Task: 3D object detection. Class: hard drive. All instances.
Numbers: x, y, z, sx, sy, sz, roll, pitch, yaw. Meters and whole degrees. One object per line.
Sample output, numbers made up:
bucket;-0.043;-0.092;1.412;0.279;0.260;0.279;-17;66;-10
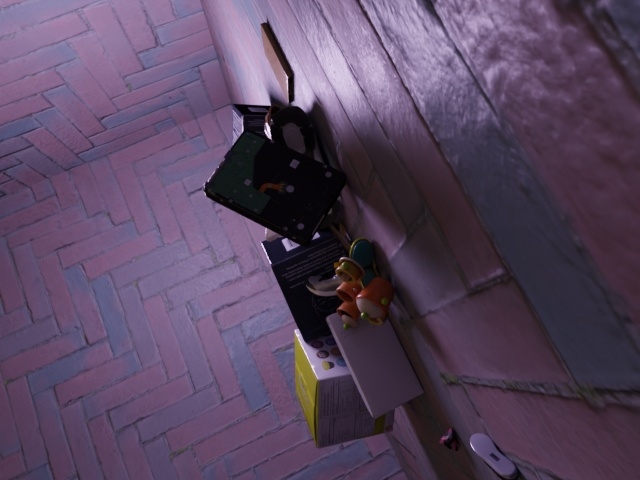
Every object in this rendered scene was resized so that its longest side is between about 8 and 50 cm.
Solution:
hard drive;-0.128;-0.153;1.312;0.338;0.237;0.064;26;160;11

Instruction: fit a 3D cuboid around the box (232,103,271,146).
box;-0.265;-0.402;1.955;0.296;0.182;0.294;-126;37;-60

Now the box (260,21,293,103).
box;-0.136;-0.561;1.482;0.201;0.021;0.164;64;173;9

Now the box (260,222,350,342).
box;-0.018;0.147;1.843;0.212;0.293;0.396;-126;14;-60

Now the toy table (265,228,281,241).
toy table;-0.109;-0.111;1.669;0.274;0.160;0.252;-85;-15;-51

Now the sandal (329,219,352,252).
sandal;0.072;-0.030;1.622;0.180;0.049;0.072;50;176;7

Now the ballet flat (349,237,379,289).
ballet flat;0.128;0.067;1.412;0.077;0.077;0.231;-116;4;-51

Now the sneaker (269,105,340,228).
sneaker;-0.040;-0.236;1.501;0.182;0.157;0.411;-95;-11;-68

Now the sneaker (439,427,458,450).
sneaker;0.392;0.600;1.388;0.057;0.047;0.119;43;166;27

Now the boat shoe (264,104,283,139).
boat shoe;-0.113;-0.344;1.637;0.325;0.123;0.116;57;163;22

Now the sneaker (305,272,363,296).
sneaker;0.066;0.140;1.629;0.271;0.100;0.108;1;111;32

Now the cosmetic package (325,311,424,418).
cosmetic package;0.180;0.394;1.615;0.155;0.196;0.366;105;142;-79

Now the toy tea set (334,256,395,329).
toy tea set;0.113;0.202;1.405;0.199;0.124;0.336;27;151;20

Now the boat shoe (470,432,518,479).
boat shoe;0.383;0.486;1.033;0.040;0.049;0.142;68;170;-18

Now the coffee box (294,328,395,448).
coffee box;0.090;0.566;1.897;0.338;0.333;0.339;-128;36;-61
